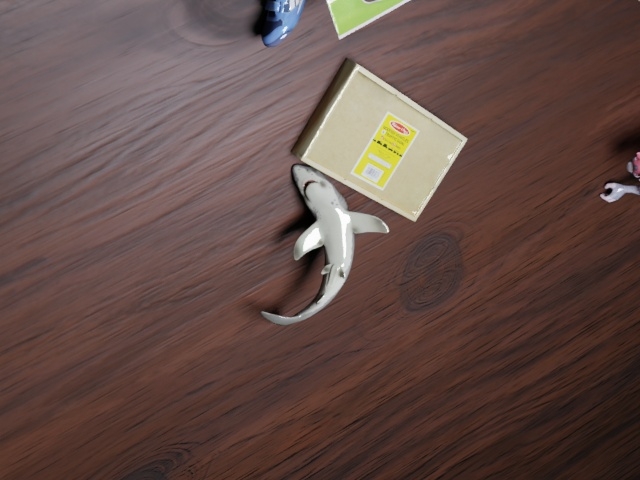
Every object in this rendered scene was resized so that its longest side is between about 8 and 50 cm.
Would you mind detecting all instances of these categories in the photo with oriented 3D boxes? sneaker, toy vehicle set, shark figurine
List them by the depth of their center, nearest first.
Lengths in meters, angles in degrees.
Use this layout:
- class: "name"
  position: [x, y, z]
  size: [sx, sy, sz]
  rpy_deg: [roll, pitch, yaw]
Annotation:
- class: "sneaker"
  position: [-0.051, -0.332, 1.065]
  size: [0.059, 0.053, 0.144]
  rpy_deg: [22, 95, -37]
- class: "toy vehicle set"
  position: [0.100, -0.151, 1.257]
  size: [0.267, 0.035, 0.166]
  rpy_deg: [26, 101, -37]
- class: "shark figurine"
  position: [0.012, 0.026, 1.270]
  size: [0.166, 0.116, 0.278]
  rpy_deg: [13, 103, 1]

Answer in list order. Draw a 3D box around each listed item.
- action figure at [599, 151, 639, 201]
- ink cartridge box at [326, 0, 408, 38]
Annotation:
- class: "action figure"
  position: [0.710, -0.151, 1.475]
  size: [0.370, 0.276, 0.248]
  rpy_deg: [-21, 131, -35]
- class: "ink cartridge box"
  position: [0.038, -0.421, 1.011]
  size: [0.189, 0.097, 0.255]
  rpy_deg: [-32, 128, -11]
